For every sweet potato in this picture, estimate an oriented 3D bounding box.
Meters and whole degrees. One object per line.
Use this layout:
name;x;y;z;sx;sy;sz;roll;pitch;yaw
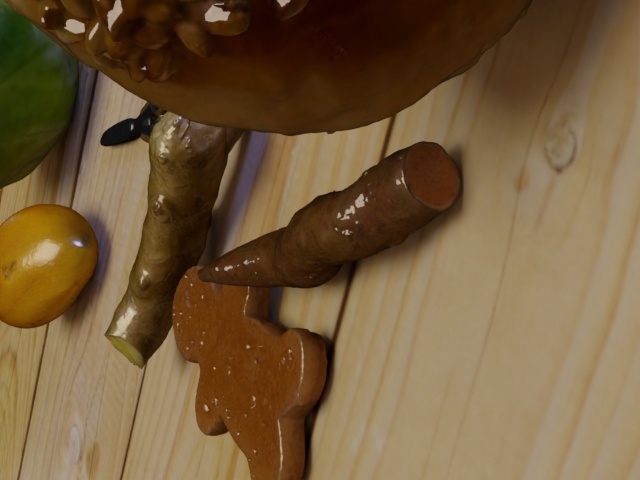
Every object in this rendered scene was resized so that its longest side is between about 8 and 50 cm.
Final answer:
sweet potato;0.000;0.000;0.925;0.281;0.067;0.059;-30;87;57

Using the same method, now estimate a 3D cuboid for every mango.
mango;-0.332;0.028;1.514;0.219;0.112;0.144;-21;66;47

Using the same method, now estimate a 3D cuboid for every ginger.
ginger;-0.138;-0.008;1.149;0.065;0.118;0.298;35;122;21

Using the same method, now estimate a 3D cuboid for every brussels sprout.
brussels sprout;-0.454;-0.213;1.592;0.344;0.344;0.268;-54;3;44

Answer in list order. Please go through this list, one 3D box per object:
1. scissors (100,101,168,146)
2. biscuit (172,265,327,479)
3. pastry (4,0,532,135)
scissors;-0.204;-0.124;1.388;0.220;0.017;0.088;-7;82;62
biscuit;-0.063;0.097;1.060;0.250;0.036;0.165;39;118;54
pastry;-0.027;-0.256;0.667;0.245;0.410;0.409;-81;5;-76
